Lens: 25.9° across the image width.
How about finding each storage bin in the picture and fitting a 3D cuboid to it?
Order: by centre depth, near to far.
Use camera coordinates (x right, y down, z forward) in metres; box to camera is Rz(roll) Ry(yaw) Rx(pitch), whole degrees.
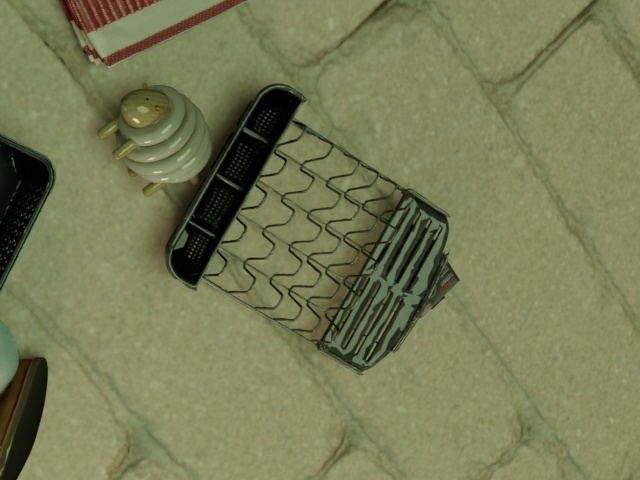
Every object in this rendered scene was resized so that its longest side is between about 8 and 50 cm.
[{"bbox_3d":[-0.319,-0.014,1.169,0.122,0.084,0.180,28,86,-31],"label":"storage bin"}]

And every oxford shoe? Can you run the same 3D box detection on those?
[{"bbox_3d":[-0.303,0.195,1.231,0.076,0.076,0.212,20,76,8],"label":"oxford shoe"}]

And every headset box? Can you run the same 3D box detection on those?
[{"bbox_3d":[0.101,0.035,1.444,0.062,0.032,0.083,-42,115,-16],"label":"headset box"}]

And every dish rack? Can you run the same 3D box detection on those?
[{"bbox_3d":[0.000,0.000,1.341,0.271,0.074,0.208,32,85,-19],"label":"dish rack"}]

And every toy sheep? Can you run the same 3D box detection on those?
[{"bbox_3d":[-0.142,-0.090,1.256,0.091,0.091,0.132,-50,146,-12],"label":"toy sheep"}]

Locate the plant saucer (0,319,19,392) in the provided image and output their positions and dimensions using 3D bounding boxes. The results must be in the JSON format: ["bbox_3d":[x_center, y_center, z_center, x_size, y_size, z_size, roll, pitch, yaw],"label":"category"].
[{"bbox_3d":[-0.344,0.112,1.136,0.195,0.037,0.195,-7,141,-6],"label":"plant saucer"}]

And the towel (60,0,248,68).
[{"bbox_3d":[-0.161,-0.345,1.224,0.237,0.037,0.329,-30,114,-24],"label":"towel"}]
